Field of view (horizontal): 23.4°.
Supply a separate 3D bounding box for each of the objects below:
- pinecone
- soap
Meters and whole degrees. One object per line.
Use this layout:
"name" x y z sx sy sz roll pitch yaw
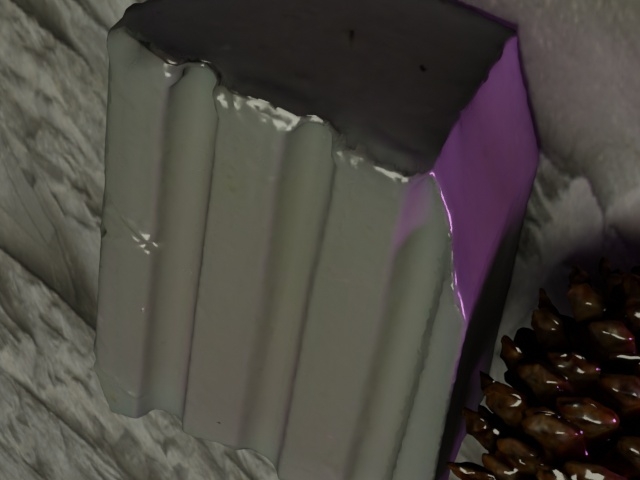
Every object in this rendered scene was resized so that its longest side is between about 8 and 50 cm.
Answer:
"pinecone" 0.229 0.148 1.252 0.224 0.272 0.224 16 171 3
"soap" 0.000 0.000 1.303 0.350 0.213 0.435 25 136 17
